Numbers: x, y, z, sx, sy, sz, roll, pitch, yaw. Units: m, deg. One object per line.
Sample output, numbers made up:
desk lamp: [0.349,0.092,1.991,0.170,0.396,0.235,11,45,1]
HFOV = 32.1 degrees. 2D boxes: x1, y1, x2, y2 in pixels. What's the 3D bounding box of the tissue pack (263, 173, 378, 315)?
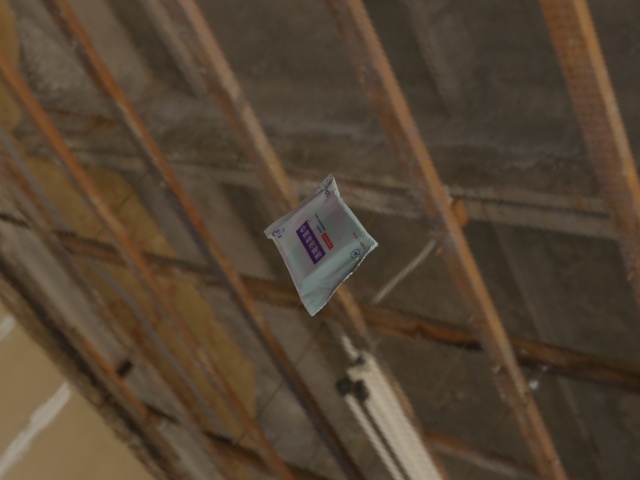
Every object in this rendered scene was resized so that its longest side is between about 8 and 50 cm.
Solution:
tissue pack: [0.000,0.000,1.430,0.026,0.122,0.193,43,10,-37]
